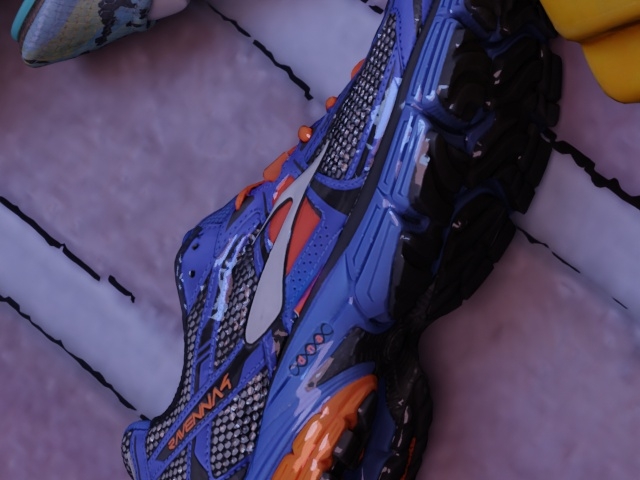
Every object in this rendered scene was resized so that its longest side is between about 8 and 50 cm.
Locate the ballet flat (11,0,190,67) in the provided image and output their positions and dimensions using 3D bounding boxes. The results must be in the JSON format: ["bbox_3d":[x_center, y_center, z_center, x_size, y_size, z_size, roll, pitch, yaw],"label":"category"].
[{"bbox_3d":[-0.023,-0.119,0.572,0.070,0.070,0.188,38,105,15],"label":"ballet flat"}]

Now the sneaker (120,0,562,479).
[{"bbox_3d":[0.000,0.000,0.555,0.087,0.083,0.221,25,95,26],"label":"sneaker"}]

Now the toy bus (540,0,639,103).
[{"bbox_3d":[0.181,-0.139,0.429,0.332,0.130,0.108,-25,83,34],"label":"toy bus"}]
